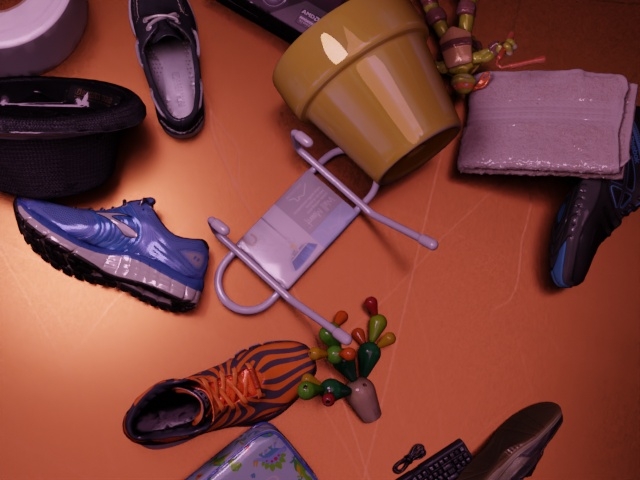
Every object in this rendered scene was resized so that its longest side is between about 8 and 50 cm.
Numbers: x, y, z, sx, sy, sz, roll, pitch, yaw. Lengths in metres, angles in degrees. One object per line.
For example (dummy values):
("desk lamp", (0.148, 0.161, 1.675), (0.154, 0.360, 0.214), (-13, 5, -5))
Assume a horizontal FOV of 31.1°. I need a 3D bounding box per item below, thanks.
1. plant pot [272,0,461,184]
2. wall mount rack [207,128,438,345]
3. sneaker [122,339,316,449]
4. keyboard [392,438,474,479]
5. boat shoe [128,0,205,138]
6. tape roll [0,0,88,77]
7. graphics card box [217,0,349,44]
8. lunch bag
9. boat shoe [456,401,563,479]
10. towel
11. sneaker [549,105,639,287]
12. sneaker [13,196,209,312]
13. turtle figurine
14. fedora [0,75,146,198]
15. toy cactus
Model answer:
("plant pot", (0.091, -0.229, 1.817), (0.254, 0.254, 0.239), (-32, 79, -8))
("wall mount rack", (0.000, 0.000, 1.834), (0.304, 0.130, 0.350), (41, 79, 10))
("sneaker", (-0.150, 0.244, 1.772), (0.321, 0.180, 0.124), (-24, 84, -8))
("keyboard", (0.165, 0.387, 1.853), (0.180, 0.023, 0.108), (-31, 84, -9))
("boat shoe", (-0.248, -0.322, 1.898), (0.114, 0.091, 0.302), (-17, 83, -7))
("tape roll", (-0.507, -0.399, 1.853), (0.246, 0.169, 0.246), (1, 82, -4))
("graphics card box", (-0.012, -0.525, 1.947), (0.233, 0.094, 0.370), (31, 81, 1))
("lunch bag", (-0.113, 0.407, 1.786), (0.219, 0.090, 0.176), (-39, 99, -8))
("boat shoe", (0.310, 0.350, 1.847), (0.223, 0.080, 0.073), (-40, 114, -20))
("towel", (0.369, -0.190, 1.877), (0.282, 0.049, 0.187), (3, 65, 22))
("sneaker", (0.480, -0.071, 1.895), (0.140, 0.125, 0.340), (22, 81, -2))
("sneaker", (-0.331, -0.006, 1.842), (0.330, 0.130, 0.147), (23, 66, -4))
("turtle figurine", (0.242, -0.335, 1.929), (0.270, 0.087, 0.217), (-13, 75, 27))
("fedora", (-0.440, -0.155, 1.803), (0.334, 0.334, 0.152), (1, 112, -4))
("toy cactus", (0.057, 0.206, 1.826), (0.219, 0.112, 0.180), (-48, 119, -47))
